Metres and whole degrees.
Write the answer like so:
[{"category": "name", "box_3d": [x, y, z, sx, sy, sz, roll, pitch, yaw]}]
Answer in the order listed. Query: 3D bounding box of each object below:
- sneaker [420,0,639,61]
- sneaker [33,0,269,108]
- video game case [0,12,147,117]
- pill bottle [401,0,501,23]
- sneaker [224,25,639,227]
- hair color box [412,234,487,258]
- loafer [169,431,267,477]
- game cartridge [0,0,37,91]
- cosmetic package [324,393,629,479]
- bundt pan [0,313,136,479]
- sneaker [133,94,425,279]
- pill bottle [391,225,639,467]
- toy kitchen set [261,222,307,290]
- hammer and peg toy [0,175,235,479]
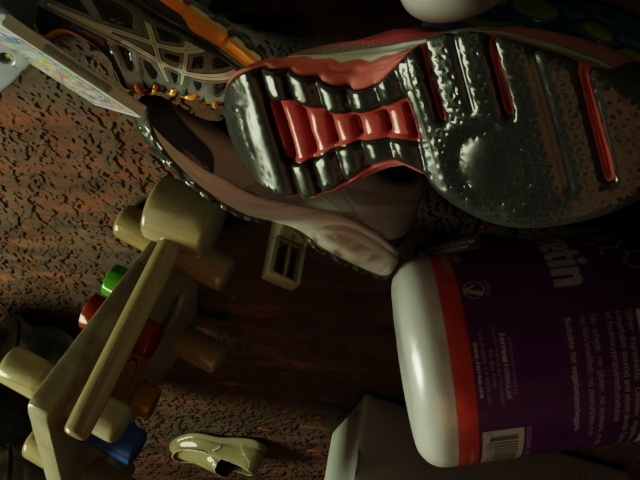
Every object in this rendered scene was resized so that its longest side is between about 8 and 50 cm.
[{"category": "sneaker", "box_3d": [0.162, -0.128, 0.752, 0.188, 0.067, 0.078, 15, 154, 2]}, {"category": "sneaker", "box_3d": [-0.109, -0.138, 0.770, 0.215, 0.084, 0.083, 32, 99, -16]}, {"category": "video game case", "box_3d": [-0.193, -0.129, 0.765, 0.122, 0.011, 0.087, 33, 172, -37]}, {"category": "pill bottle", "box_3d": [0.046, -0.226, 0.586, 0.117, 0.117, 0.215, -7, 142, 25]}, {"category": "sneaker", "box_3d": [0.084, -0.096, 0.652, 0.314, 0.136, 0.116, 9, 124, 40]}, {"category": "hair color box", "box_3d": [0.150, 0.055, 1.033, 0.072, 0.043, 0.141, -12, 139, 30]}, {"category": "loafer", "box_3d": [-0.148, 0.302, 1.471, 0.148, 0.050, 0.056, -5, 143, 22]}, {"category": "game cartridge", "box_3d": [-0.348, -0.176, 0.832, 0.294, 0.060, 0.196, -16, 134, 34]}, {"category": "cosmetic package", "box_3d": [0.189, 0.350, 1.317, 0.365, 0.197, 0.155, 18, 146, -7]}, {"category": "bundt pan", "box_3d": [-0.355, 0.211, 1.185, 0.330, 0.331, 0.124, 19, 128, -12]}, {"category": "sneaker", "box_3d": [-0.030, -0.064, 0.862, 0.271, 0.100, 0.108, 23, 102, -31]}, {"category": "pill bottle", "box_3d": [0.229, 0.084, 0.897, 0.323, 0.181, 0.181, -8, 144, 0]}, {"category": "toy kitchen set", "box_3d": [0.000, 0.000, 0.967, 0.068, 0.075, 0.083, 25, 143, -21]}, {"category": "hammer and peg toy", "box_3d": [-0.193, 0.095, 0.998, 0.127, 0.266, 0.361, 27, 148, 9]}]
